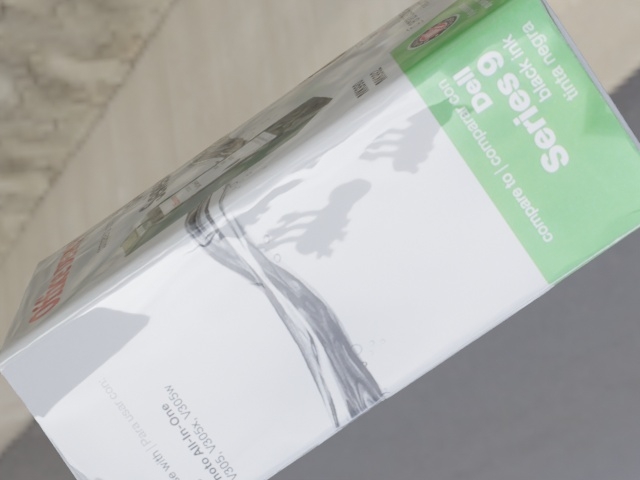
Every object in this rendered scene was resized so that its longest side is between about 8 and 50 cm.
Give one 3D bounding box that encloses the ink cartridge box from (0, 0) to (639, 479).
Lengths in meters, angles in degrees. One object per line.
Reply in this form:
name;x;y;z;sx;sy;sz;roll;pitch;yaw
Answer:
ink cartridge box;0.000;0.000;0.898;0.289;0.121;0.211;-34;-169;4
